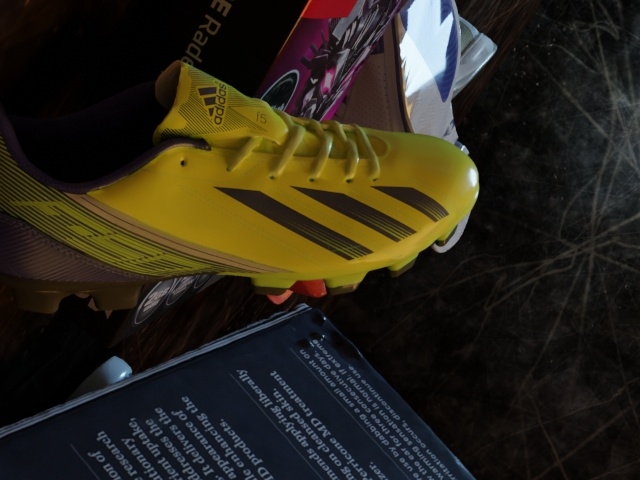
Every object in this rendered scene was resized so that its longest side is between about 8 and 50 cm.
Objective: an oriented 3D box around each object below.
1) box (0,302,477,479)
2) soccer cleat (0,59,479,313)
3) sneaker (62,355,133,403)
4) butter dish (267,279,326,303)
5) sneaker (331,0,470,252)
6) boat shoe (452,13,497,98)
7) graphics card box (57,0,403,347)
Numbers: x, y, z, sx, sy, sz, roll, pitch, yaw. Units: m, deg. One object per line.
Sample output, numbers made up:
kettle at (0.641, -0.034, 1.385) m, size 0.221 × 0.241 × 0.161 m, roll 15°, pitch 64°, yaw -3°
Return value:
box at (-0.164, 0.362, 0.934) m, size 0.471 × 0.297 × 0.480 m, roll -18°, pitch 146°, yaw -47°
soccer cleat at (-0.040, -0.037, 0.599) m, size 0.093 × 0.289 × 0.121 m, roll -129°, pitch -143°, yaw -55°
sneaker at (-0.229, 0.223, 1.097) m, size 0.258 × 0.091 × 0.094 m, roll -59°, pitch 172°, yaw 30°
butter dish at (0.000, 0.000, 1.323) m, size 0.160 × 0.118 × 0.160 m, roll -52°, pitch 145°, yaw -15°
sneaker at (0.046, -0.131, 1.165) m, size 0.127 × 0.182 × 0.315 m, roll -51°, pitch 143°, yaw -38°
boat shoe at (0.104, -0.189, 1.425) m, size 0.320 × 0.103 × 0.118 m, roll -44°, pitch 180°, yaw -32°
graphics card box at (-0.040, -0.123, 0.739) m, size 0.371 × 0.094 × 0.233 m, roll -56°, pitch 173°, yaw 19°
